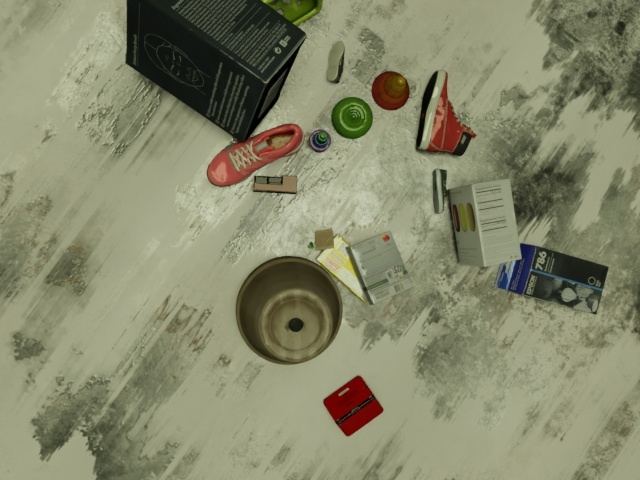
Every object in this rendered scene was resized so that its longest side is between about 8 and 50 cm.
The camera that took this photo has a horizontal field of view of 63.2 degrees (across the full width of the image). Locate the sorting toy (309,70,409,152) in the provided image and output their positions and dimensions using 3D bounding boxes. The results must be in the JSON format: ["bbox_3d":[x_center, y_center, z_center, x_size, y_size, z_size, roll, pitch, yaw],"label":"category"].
[{"bbox_3d":[0.125,-0.387,1.536,0.366,0.126,0.127,-36,96,-6],"label":"sorting toy"}]

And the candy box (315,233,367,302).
[{"bbox_3d":[0.093,0.086,1.593,0.206,0.027,0.105,42,86,-6],"label":"candy box"}]

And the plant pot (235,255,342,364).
[{"bbox_3d":[-0.077,0.209,1.451,0.323,0.280,0.323,0,91,-8],"label":"plant pot"}]

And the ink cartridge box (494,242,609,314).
[{"bbox_3d":[0.736,0.117,1.657,0.333,0.065,0.165,14,90,-6],"label":"ink cartridge box"}]

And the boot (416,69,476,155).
[{"bbox_3d":[0.401,-0.387,1.592,0.176,0.088,0.244,7,99,-8],"label":"boot"}]

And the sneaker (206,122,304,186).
[{"bbox_3d":[-0.190,-0.260,1.495,0.314,0.136,0.115,-29,94,-5],"label":"sneaker"}]

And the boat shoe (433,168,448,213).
[{"bbox_3d":[0.375,-0.153,1.612,0.040,0.049,0.142,-2,90,-7],"label":"boat shoe"}]

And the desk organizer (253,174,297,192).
[{"bbox_3d":[-0.134,-0.168,1.550,0.130,0.047,0.050,3,89,-7],"label":"desk organizer"}]

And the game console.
[{"bbox_3d":[0.102,0.513,1.613,0.144,0.085,0.124,-34,64,-6],"label":"game console"}]

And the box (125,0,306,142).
[{"bbox_3d":[-0.285,-0.503,1.370,0.396,0.293,0.212,34,63,-6],"label":"box"}]

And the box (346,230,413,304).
[{"bbox_3d":[0.181,0.082,1.576,0.145,0.038,0.186,-22,89,-18],"label":"box"}]

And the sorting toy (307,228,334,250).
[{"bbox_3d":[0.000,0.000,1.578,0.083,0.012,0.062,-8,69,12],"label":"sorting toy"}]

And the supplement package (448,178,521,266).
[{"bbox_3d":[0.495,-0.053,1.577,0.134,0.139,0.244,-10,92,-17],"label":"supplement package"}]

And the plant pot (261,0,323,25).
[{"bbox_3d":[-0.136,-0.725,1.451,0.227,0.228,0.207,-32,89,-5],"label":"plant pot"}]

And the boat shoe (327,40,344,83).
[{"bbox_3d":[0.053,-0.536,1.567,0.046,0.038,0.125,5,84,34],"label":"boat shoe"}]
